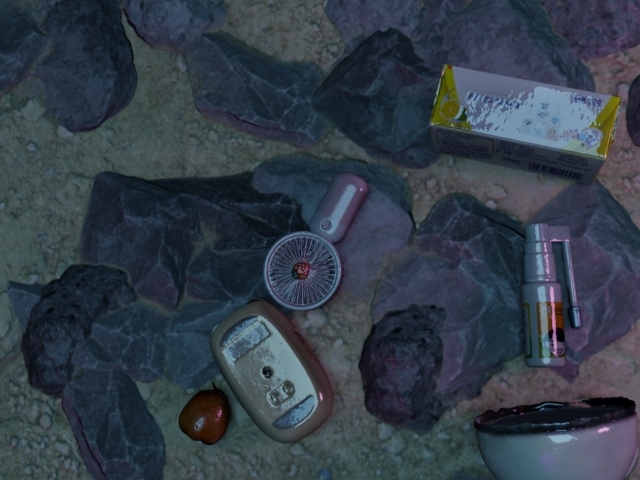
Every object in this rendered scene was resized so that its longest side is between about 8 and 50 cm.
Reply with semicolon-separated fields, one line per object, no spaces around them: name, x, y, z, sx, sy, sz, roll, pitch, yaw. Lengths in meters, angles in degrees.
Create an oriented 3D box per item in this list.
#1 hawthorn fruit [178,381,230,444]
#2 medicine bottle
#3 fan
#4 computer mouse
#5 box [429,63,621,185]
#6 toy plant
hawthorn fruit;-0.185;0.282;1.333;0.081;0.081;0.093;24;88;13
medicine bottle;0.356;0.084;1.259;0.092;0.061;0.221;0;83;-13
fan;0.000;0.000;1.328;0.130;0.074;0.244;27;89;14
computer mouse;-0.078;0.210;1.315;0.145;0.082;0.236;-39;76;6
box;0.306;-0.174;1.241;0.265;0.168;0.097;13;83;14
toy plant;0.356;0.398;1.140;0.247;0.247;0.332;-11;84;10
